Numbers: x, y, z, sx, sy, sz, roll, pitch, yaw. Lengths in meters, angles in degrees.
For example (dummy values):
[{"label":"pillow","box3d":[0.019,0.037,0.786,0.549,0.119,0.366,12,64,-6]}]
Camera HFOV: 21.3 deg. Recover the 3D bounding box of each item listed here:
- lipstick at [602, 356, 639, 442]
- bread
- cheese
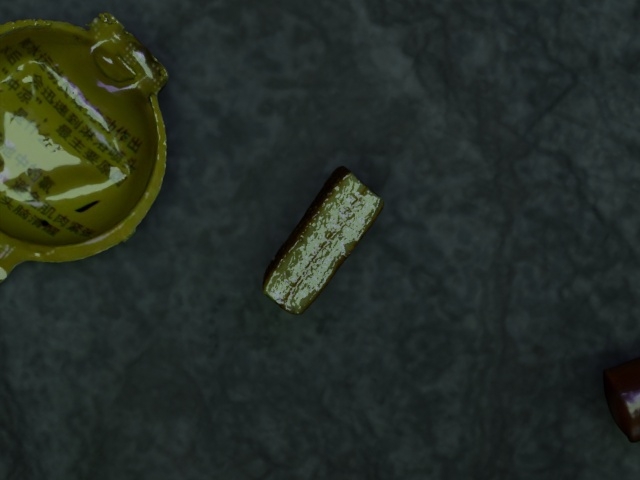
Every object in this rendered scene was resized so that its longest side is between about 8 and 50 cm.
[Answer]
[{"label":"lipstick","box3d":[0.316,0.049,1.039,0.300,0.081,0.081,-23,94,2]},{"label":"bread","box3d":[0.000,0.000,1.032,0.035,0.094,0.090,36,92,-3]},{"label":"cheese","box3d":[-0.193,-0.035,1.047,0.156,0.064,0.250,45,104,-2]}]
